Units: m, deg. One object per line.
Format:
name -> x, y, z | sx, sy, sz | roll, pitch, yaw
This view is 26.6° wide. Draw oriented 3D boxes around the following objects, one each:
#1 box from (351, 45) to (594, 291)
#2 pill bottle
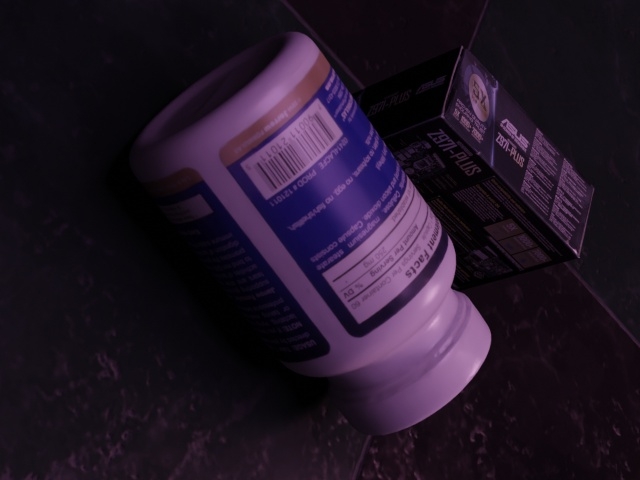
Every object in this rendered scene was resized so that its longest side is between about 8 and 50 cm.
box -> 0.104, -0.050, 1.083 | 0.180, 0.147, 0.077 | 41, 50, -28
pill bottle -> 0.000, 0.000, 0.951 | 0.264, 0.153, 0.153 | 54, 44, -18
